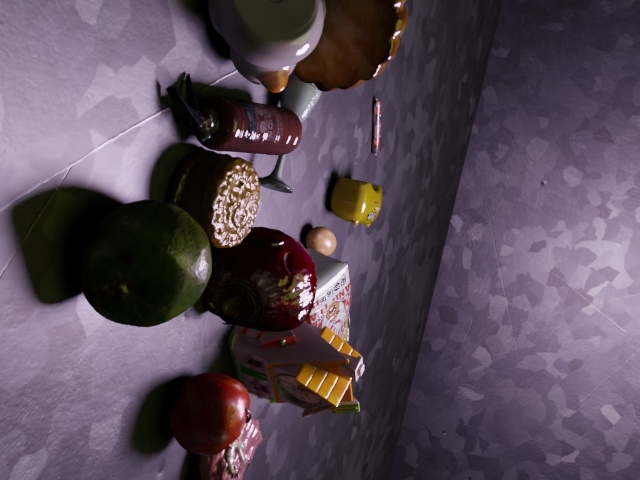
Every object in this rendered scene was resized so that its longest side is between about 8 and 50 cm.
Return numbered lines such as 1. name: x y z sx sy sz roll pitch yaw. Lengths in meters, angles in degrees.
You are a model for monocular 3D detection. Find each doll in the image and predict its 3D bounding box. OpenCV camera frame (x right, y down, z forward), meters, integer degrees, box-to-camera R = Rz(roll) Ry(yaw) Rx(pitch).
1. doll: -0.101 -0.398 1.271 0.221 0.221 0.250 -14 89 -66

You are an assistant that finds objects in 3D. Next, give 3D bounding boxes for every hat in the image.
1. hat: -0.218 0.517 1.635 0.286 0.107 0.236 -63 146 -39

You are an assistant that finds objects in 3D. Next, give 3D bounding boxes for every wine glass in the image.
1. wine glass: 0.013 -0.245 1.496 0.096 0.265 0.309 29 76 -68

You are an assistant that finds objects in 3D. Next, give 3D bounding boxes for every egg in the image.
1. egg: 0.000 0.000 1.875 0.080 0.080 0.096 -66 153 -23

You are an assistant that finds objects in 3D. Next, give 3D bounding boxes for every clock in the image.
1. clock: -0.045 0.305 1.648 0.235 0.310 0.166 83 29 -43

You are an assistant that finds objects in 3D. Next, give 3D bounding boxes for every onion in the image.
1. onion: -0.108 0.076 1.502 0.216 0.207 0.206 -44 146 -62

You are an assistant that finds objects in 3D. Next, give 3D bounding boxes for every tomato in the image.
1. tomato: -0.229 0.359 1.434 0.187 0.151 0.187 -49 -160 24

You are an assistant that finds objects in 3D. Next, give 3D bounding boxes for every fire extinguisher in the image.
1. fire extinguisher: -0.164 -0.233 1.308 0.344 0.102 0.137 -7 81 -62

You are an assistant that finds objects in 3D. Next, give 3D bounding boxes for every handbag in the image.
1. handbag: -0.010 0.188 1.796 0.171 0.151 0.298 -37 131 -34

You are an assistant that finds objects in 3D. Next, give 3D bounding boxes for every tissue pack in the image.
1. tissue pack: 0.103 -0.110 1.997 0.178 0.123 0.127 5 99 -69

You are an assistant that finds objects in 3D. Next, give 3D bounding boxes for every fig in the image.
1. fig: -0.274 0.007 1.128 0.235 0.203 0.203 -93 -179 -56

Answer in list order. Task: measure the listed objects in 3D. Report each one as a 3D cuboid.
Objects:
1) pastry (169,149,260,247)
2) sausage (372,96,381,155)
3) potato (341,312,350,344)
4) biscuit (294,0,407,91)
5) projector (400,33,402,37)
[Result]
1. pastry: -0.196 -0.077 1.311 0.189 0.103 0.188 -46 144 -50
2. sausage: 0.173 -0.352 2.150 0.028 0.025 0.198 -21 129 -25
3. potato: -0.013 0.265 1.958 0.160 0.111 0.271 -4 96 -31
4. biscuit: 0.028 -0.450 1.321 0.107 0.326 0.325 -32 133 -51
5. projector: 0.055 -0.483 1.492 0.242 0.164 0.177 54 30 -21
